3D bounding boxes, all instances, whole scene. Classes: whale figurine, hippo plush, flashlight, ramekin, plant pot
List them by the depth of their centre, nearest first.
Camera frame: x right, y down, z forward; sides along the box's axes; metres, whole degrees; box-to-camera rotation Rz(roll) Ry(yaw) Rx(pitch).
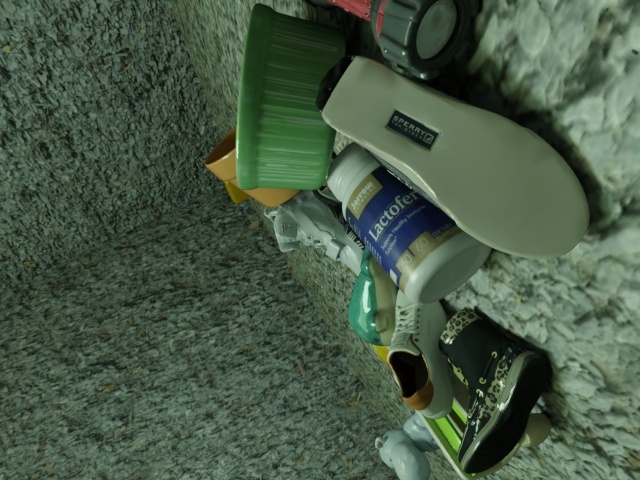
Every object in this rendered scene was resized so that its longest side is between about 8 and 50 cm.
[{"bbox_3d":[0.049,-0.303,0.522,0.304,0.103,0.103,49,-179,37],"label":"flashlight"},{"bbox_3d":[-0.052,-0.231,0.737,0.303,0.148,0.304,-173,90,-84],"label":"ramekin"},{"bbox_3d":[0.124,0.130,1.012,0.216,0.141,0.272,-71,-31,-49],"label":"whale figurine"},{"bbox_3d":[-0.139,-0.232,1.161,0.203,0.291,0.291,48,175,-26],"label":"plant pot"},{"bbox_3d":[0.273,0.558,1.232,0.235,0.236,0.294,66,167,-21],"label":"hippo plush"}]

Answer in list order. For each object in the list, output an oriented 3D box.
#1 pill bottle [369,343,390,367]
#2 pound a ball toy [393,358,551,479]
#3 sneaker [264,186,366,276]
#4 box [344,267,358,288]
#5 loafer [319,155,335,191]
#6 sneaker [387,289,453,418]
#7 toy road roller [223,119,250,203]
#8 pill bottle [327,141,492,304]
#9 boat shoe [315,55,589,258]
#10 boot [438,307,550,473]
[{"bbox_3d":[0.223,0.297,1.146,0.118,0.117,0.208,64,168,-13],"label":"pill bottle"},{"bbox_3d":[0.311,0.316,0.867,0.319,0.135,0.208,52,135,49],"label":"pound a ball toy"},{"bbox_3d":[0.000,0.000,1.180,0.366,0.210,0.137,57,168,19],"label":"sneaker"},{"bbox_3d":[0.142,0.154,1.301,0.169,0.059,0.054,64,169,-9],"label":"box"},{"bbox_3d":[0.018,-0.171,1.104,0.056,0.050,0.148,55,167,28],"label":"loafer"},{"bbox_3d":[0.188,0.189,0.838,0.123,0.105,0.290,34,-142,-34],"label":"sneaker"},{"bbox_3d":[-0.271,-0.288,1.599,0.330,0.240,0.203,54,166,32],"label":"toy road roller"},{"bbox_3d":[0.129,-0.042,0.678,0.265,0.153,0.153,54,166,32],"label":"pill bottle"},{"bbox_3d":[0.164,-0.110,0.530,0.340,0.127,0.158,41,-159,16],"label":"boat shoe"},{"bbox_3d":[0.268,0.253,0.732,0.178,0.085,0.237,48,122,60],"label":"boot"}]
